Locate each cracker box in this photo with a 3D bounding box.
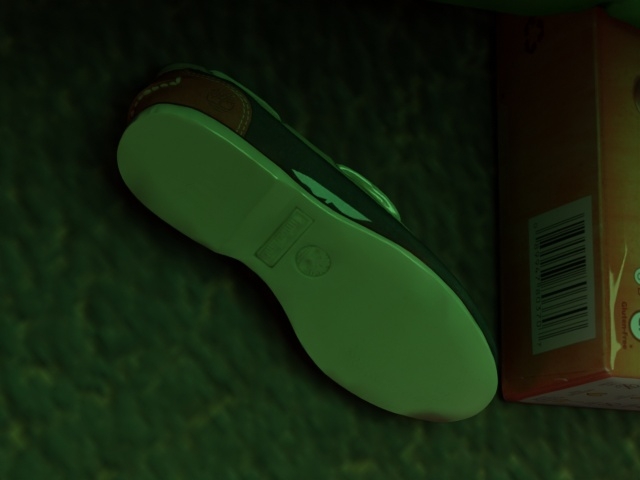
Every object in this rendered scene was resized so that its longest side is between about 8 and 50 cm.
[{"bbox_3d":[0.173,-0.020,0.603,0.232,0.067,0.155,6,76,-25],"label":"cracker box"}]

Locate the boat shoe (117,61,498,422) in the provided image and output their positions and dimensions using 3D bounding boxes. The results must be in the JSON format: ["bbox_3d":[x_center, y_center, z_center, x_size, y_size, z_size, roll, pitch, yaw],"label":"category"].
[{"bbox_3d":[0.000,0.000,0.531,0.137,0.049,0.043,39,26,-13],"label":"boat shoe"}]

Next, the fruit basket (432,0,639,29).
[{"bbox_3d":[0.032,-0.177,0.369,0.392,0.392,0.283,13,74,-22],"label":"fruit basket"}]
